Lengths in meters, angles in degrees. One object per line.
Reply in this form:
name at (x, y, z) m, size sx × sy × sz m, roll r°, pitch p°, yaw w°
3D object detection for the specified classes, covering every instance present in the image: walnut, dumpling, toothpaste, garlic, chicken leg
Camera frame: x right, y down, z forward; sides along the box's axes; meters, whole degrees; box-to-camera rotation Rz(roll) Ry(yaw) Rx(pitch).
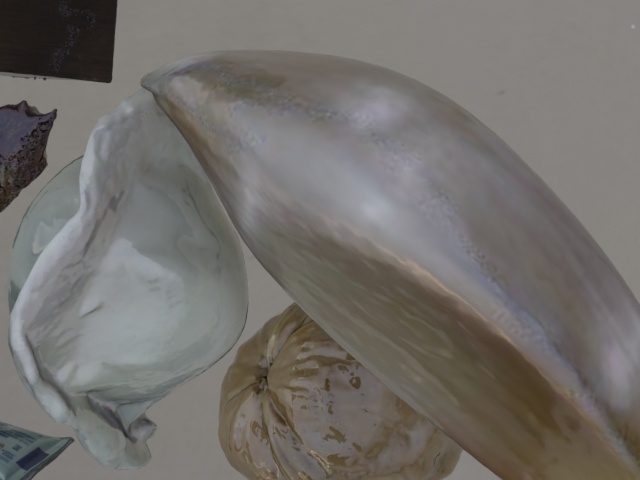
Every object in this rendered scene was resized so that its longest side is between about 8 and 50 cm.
walnut at (0.027, 0.196, 1.869) m, size 0.296 × 0.285 × 0.285 m, roll -28°, pitch 92°, yaw 40°
dumpling at (-0.102, 0.035, 0.811) m, size 0.124 × 0.151 × 0.229 m, roll 11°, pitch 141°, yaw 14°
toothpaste at (-0.341, 0.175, 1.494) m, size 0.268 × 0.069 × 0.047 m, roll 10°, pitch 96°, yaw 39°
garlic at (0.060, 0.020, 0.703) m, size 0.112 × 0.143 × 0.318 m, roll -41°, pitch 92°, yaw -28°
chicken leg at (-0.297, -0.063, 1.249) m, size 0.234 × 0.063 × 0.105 m, roll 5°, pitch 130°, yaw 22°

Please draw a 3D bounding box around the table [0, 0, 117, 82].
table at (-0.361, -0.278, 1.880) m, size 0.169 × 0.193 × 0.172 m, roll 8°, pitch 95°, yaw 44°
